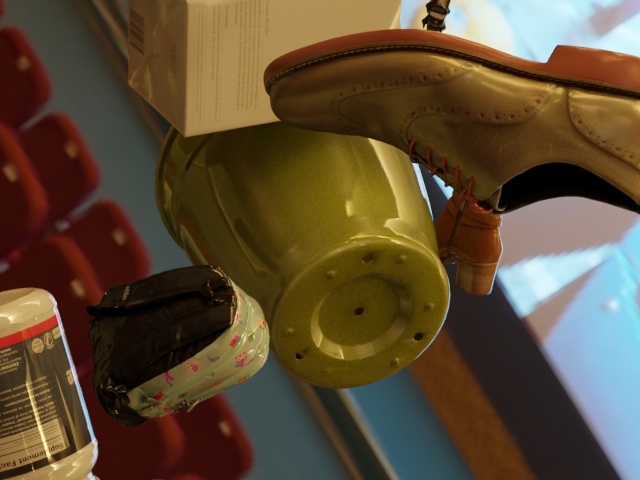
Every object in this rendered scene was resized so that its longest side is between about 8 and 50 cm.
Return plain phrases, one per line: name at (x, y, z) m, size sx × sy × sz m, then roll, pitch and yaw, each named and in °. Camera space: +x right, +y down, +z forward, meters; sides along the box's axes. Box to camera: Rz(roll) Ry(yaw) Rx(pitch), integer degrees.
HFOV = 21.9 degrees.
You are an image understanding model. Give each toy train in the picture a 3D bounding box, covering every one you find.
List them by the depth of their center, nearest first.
toy train at (0.132, -0.278, 1.699) m, size 0.036 × 0.027 × 0.158 m, roll 107°, pitch -1°, yaw -56°

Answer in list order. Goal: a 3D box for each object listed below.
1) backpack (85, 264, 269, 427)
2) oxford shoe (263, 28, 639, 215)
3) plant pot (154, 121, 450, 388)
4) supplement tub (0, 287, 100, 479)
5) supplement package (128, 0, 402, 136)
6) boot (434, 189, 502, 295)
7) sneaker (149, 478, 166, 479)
backpack at (-0.148, 0.106, 1.756) m, size 0.115 × 0.182 × 0.152 m, roll 46°, pitch 22°, yaw -51°
oxford shoe at (0.113, -0.090, 1.345) m, size 0.123 × 0.348 × 0.130 m, roll 47°, pitch 51°, yaw -66°
plant pot at (0.000, 0.000, 2.167) m, size 0.366 × 0.366 × 0.353 m, roll 48°, pitch 10°, yaw -39°
supplement tub at (-0.379, 0.208, 1.991) m, size 0.191 × 0.191 × 0.272 m, roll -57°, pitch 132°, yaw -78°
supplement package at (-0.069, -0.258, 2.021) m, size 0.175 × 0.293 × 0.177 m, roll 43°, pitch -44°, yaw 50°
boot at (0.184, -0.029, 2.294) m, size 0.073 × 0.152 × 0.197 m, roll -14°, pitch 31°, yaw -38°
sneaker at (-0.165, 0.428, 2.134) m, size 0.276 × 0.098 × 0.135 m, roll 63°, pitch -1°, yaw -6°
